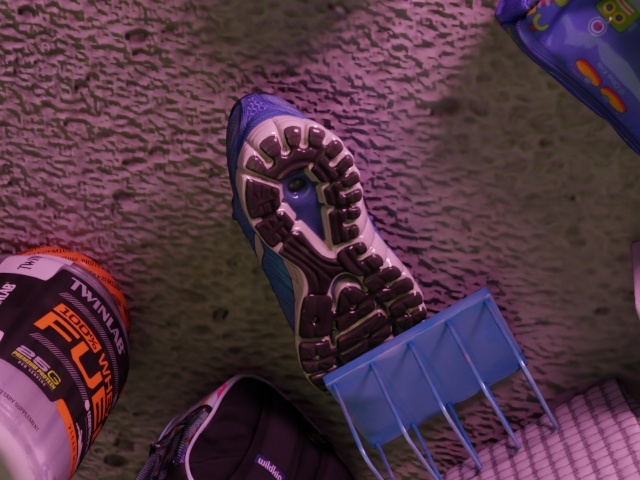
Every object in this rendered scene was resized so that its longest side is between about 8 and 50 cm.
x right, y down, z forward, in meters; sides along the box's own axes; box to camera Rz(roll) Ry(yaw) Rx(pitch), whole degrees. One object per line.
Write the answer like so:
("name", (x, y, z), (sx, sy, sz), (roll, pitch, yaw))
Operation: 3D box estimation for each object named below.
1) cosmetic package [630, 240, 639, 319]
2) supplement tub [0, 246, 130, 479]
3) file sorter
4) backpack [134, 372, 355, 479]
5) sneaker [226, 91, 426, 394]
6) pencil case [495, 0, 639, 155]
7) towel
("cosmetic package", (0.412, 0.092, 1.227), (0.225, 0.138, 0.224), (-19, 109, 17))
("supplement tub", (-0.290, 0.136, 1.286), (0.194, 0.316, 0.193), (4, 115, 9))
("file sorter", (0.113, 0.149, 1.284), (0.170, 0.104, 0.118), (-30, 135, 4))
("backpack", (-0.074, 0.258, 1.335), (0.191, 0.253, 0.225), (-36, 104, 27))
("sneaker", (0.000, 0.000, 1.285), (0.130, 0.147, 0.330), (-22, 127, -5))
("pencil case", (0.279, -0.123, 1.162), (0.306, 0.133, 0.119), (44, 155, -9))
("towel", (0.214, 0.254, 1.233), (0.235, 0.283, 0.121), (-29, 102, 7))
